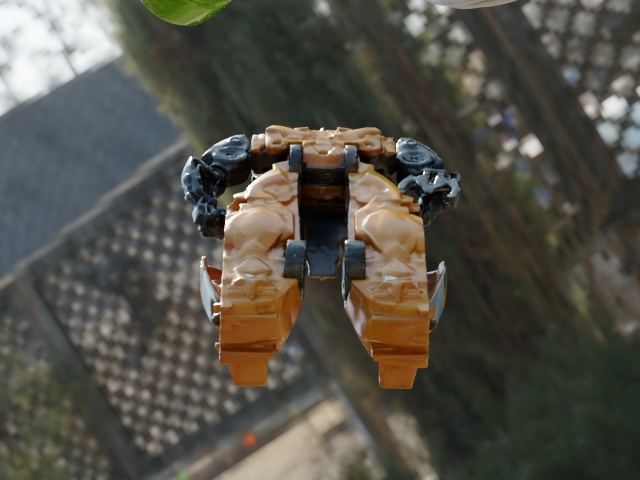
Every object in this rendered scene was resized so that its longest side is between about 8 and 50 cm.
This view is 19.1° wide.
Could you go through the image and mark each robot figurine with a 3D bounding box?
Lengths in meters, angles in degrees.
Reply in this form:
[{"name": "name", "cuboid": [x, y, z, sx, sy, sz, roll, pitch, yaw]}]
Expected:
[{"name": "robot figurine", "cuboid": [0.000, 0.000, 1.377, 0.211, 0.085, 0.291, 2, 27, 0]}]

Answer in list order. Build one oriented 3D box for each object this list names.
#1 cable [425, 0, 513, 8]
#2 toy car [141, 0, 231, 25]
[{"name": "cable", "cuboid": [0.167, -0.322, 1.701, 0.257, 0.089, 0.257, 9, 57, 43]}, {"name": "toy car", "cuboid": [-0.033, -0.220, 0.859, 0.155, 0.149, 0.188, -31, 26, 54]}]
